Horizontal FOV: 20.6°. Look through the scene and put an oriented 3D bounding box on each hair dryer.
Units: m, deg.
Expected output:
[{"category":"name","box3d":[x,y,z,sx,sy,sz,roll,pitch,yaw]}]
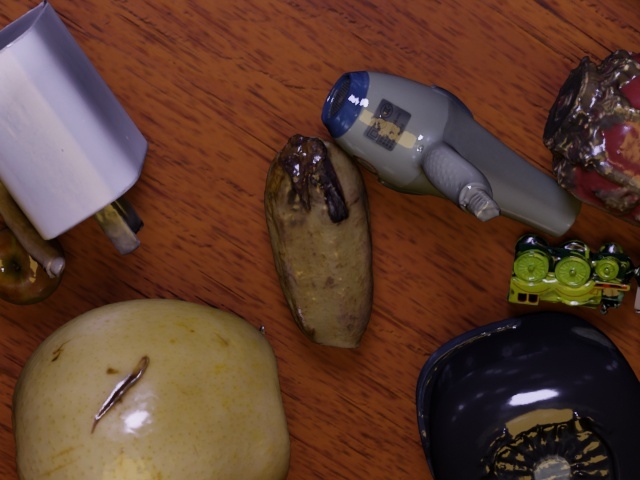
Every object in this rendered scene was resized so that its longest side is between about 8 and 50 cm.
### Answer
[{"category":"hair dryer","box3d":[0.174,-0.054,1.797,0.296,0.298,0.119,19,107,-40]}]

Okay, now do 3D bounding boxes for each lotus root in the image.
[{"category":"lotus root","box3d":[0.000,0.000,1.885,0.110,0.097,0.258,-3,116,8]}]

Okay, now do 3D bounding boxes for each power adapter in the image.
[{"category":"power adapter","box3d":[-0.263,-0.098,1.797,0.124,0.187,0.255,-31,107,10]}]

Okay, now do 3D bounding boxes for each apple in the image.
[{"category":"apple","box3d":[-0.320,0.024,1.896,0.090,0.074,0.089,0,107,1]}]

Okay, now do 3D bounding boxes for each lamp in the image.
[{"category":"lamp","box3d":[0.367,-0.086,1.827,0.274,0.177,0.177,23,107,-11]}]

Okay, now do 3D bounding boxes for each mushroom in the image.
[{"category":"mushroom","box3d":[-0.310,-0.026,1.843,0.061,0.187,0.060,-34,151,-16]}]

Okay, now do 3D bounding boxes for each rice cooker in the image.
[{"category":"rice cooker","box3d":[0.232,0.213,1.891,0.267,0.224,0.267,0,110,0]}]

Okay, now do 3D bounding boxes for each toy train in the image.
[{"category":"toy train","box3d":[0.328,0.044,1.901,0.250,0.053,0.085,6,119,9]}]

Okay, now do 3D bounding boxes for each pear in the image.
[{"category":"pear","box3d":[-0.176,0.209,1.851,0.309,0.309,0.309,0,109,-1]}]
